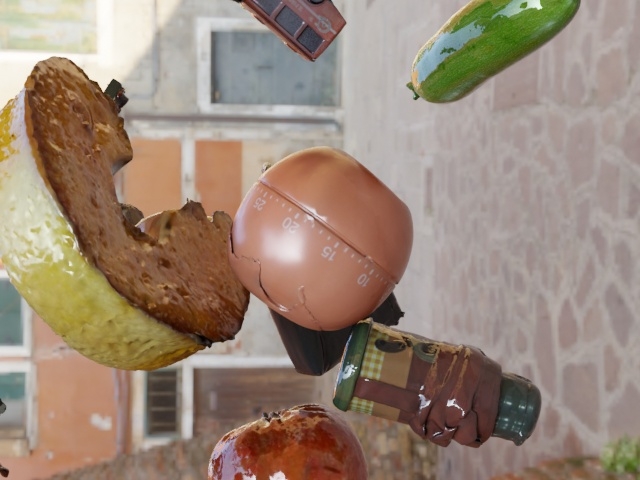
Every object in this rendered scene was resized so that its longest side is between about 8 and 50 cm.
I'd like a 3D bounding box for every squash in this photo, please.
[{"bbox_3d":[0.214,-0.267,1.324,0.395,0.107,0.107,155,116,-68],"label":"squash"}]

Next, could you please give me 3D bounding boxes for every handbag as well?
[{"bbox_3d":[0.020,0.071,1.537,0.080,0.223,0.246,1,118,54],"label":"handbag"}]

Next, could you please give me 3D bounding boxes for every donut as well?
[{"bbox_3d":[-0.286,-0.007,1.271,0.435,0.163,0.377,49,-161,-22],"label":"donut"}]

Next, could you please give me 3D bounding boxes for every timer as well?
[{"bbox_3d":[0.000,0.000,1.248,0.215,0.230,0.229,-49,8,1],"label":"timer"}]

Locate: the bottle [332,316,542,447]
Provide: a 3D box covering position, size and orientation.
[{"bbox_3d":[0.160,0.197,1.303,0.143,0.271,0.156,98,-171,-56],"label":"bottle"}]

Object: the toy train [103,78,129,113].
[{"bbox_3d":[-0.421,-0.189,1.714,0.085,0.053,0.249,-24,30,48],"label":"toy train"}]

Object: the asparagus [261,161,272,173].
[{"bbox_3d":[-0.092,-0.124,1.713,0.021,0.025,0.108,-45,8,0],"label":"asparagus"}]

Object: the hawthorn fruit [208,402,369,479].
[{"bbox_3d":[-0.032,0.382,1.430,0.242,0.242,0.271,121,129,-79],"label":"hawthorn fruit"}]

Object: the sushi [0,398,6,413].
[{"bbox_3d":[-0.870,0.357,1.976,0.359,0.064,0.343,-44,-39,-27],"label":"sushi"}]

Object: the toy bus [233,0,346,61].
[{"bbox_3d":[-0.070,-0.329,1.222,0.096,0.235,0.073,-54,32,3],"label":"toy bus"}]

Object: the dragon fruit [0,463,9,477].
[{"bbox_3d":[-0.497,0.378,1.191,0.218,0.224,0.148,-49,54,12],"label":"dragon fruit"}]

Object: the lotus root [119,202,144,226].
[{"bbox_3d":[-0.440,0.073,1.870,0.078,0.167,0.329,-102,24,-58],"label":"lotus root"}]

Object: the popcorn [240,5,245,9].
[{"bbox_3d":[-0.101,-0.447,1.433,0.204,0.184,0.221,-58,-7,-8],"label":"popcorn"}]
